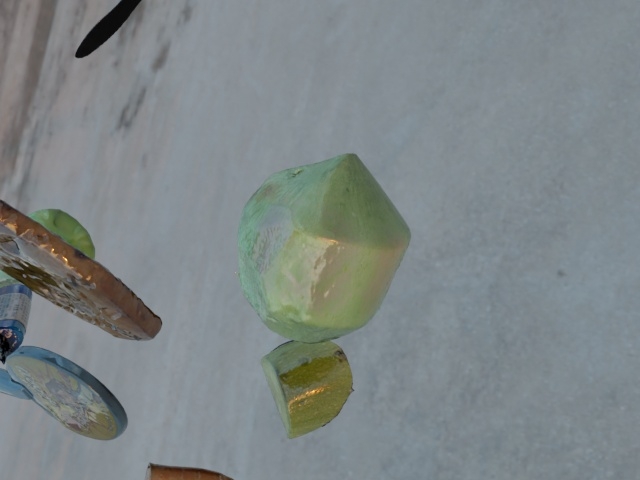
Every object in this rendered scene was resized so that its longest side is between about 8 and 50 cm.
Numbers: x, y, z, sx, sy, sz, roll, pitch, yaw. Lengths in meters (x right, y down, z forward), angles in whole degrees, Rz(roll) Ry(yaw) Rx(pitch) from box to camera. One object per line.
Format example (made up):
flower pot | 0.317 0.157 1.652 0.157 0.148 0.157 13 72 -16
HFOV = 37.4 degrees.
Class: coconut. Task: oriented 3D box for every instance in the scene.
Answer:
coconut | 0.000 0.000 1.597 0.328 0.281 0.328 -162 90 -85

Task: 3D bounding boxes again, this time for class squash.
squash | -0.036 0.274 1.866 0.184 0.085 0.191 -31 68 17

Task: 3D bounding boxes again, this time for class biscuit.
biscuit | -0.354 0.025 1.167 0.046 0.359 0.359 -59 17 -18

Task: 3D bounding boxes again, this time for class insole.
insole | -0.222 -0.257 1.052 0.153 0.002 0.053 -43 -6 20

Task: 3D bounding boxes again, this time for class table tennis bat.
table tennis bat | -0.444 0.248 1.556 0.329 0.215 0.044 1 44 40

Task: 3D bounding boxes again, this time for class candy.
candy | -0.530 0.028 1.705 0.344 0.142 0.131 -12 87 51

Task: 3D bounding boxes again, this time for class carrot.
carrot | -0.190 0.354 1.388 0.048 0.139 0.048 -170 90 -68

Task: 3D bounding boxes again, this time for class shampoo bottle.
shampoo bottle | -0.456 0.123 1.339 0.183 0.087 0.050 -117 5 -66
